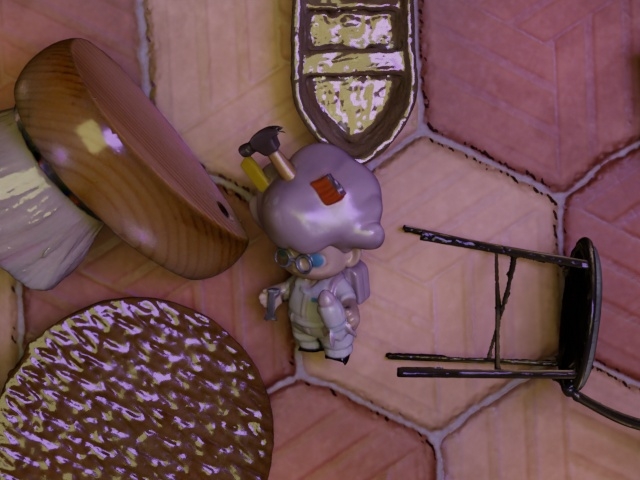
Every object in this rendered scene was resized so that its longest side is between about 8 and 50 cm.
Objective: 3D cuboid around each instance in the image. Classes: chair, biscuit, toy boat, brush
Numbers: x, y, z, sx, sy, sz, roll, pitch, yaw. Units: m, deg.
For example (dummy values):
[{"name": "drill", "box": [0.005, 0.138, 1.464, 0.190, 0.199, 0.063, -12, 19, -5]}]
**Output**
[{"name": "chair", "box": [0.229, 0.081, 1.432, 0.326, 0.160, 0.170, 8, 92, -2]}, {"name": "biscuit", "box": [-0.168, 0.178, 1.429, 0.262, 0.037, 0.262, -1, 92, -18]}, {"name": "toy boat", "box": [0.028, -0.160, 1.447, 0.116, 0.061, 0.188, 0, 92, -7]}, {"name": "brush", "box": [-0.197, -0.036, 1.389, 0.166, 0.174, 0.266, -38, 116, 12]}]

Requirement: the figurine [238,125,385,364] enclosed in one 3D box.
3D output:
[{"name": "figurine", "box": [0.000, 0.000, 1.410, 0.112, 0.137, 0.229, -26, 121, -40]}]
